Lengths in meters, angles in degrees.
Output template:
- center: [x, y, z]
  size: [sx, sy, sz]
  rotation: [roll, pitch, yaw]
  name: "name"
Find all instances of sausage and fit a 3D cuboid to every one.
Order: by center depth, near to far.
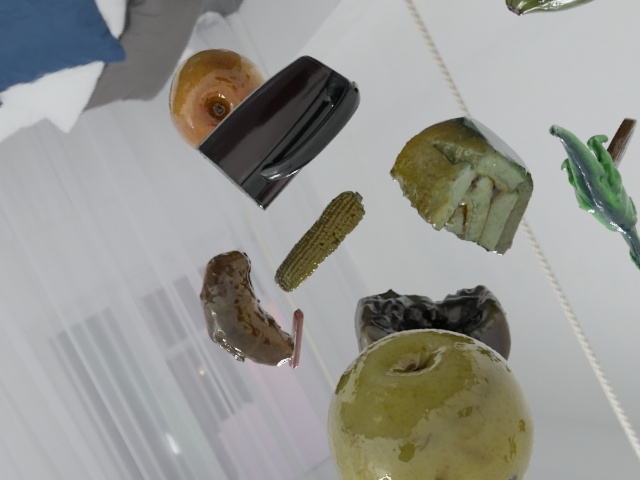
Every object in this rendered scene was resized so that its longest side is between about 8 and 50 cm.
- center: [-0.064, 0.262, 1.624]
  size: [0.029, 0.029, 0.223]
  rotation: [-28, 138, -38]
  name: "sausage"

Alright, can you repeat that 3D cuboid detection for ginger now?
- center: [-0.195, 0.182, 1.502]
  size: [0.173, 0.321, 0.165]
  rotation: [-27, -165, -2]
  name: "ginger"

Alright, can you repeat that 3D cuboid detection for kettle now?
- center: [-0.055, -0.172, 0.938]
  size: [0.232, 0.144, 0.202]
  rotation: [-49, -149, -2]
  name: "kettle"

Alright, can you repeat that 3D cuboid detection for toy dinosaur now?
- center: [0.678, -0.080, 1.491]
  size: [0.144, 0.374, 0.500]
  rotation: [-29, 164, 34]
  name: "toy dinosaur"

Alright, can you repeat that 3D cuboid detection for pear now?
- center: [0.180, 0.316, 1.033]
  size: [0.349, 0.348, 0.348]
  rotation: [-27, -178, 1]
  name: "pear"

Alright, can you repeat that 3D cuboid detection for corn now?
- center: [0.000, 0.000, 1.575]
  size: [0.319, 0.097, 0.097]
  rotation: [-49, -177, -4]
  name: "corn"

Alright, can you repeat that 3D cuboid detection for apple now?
- center: [-0.276, -0.376, 1.694]
  size: [0.299, 0.298, 0.275]
  rotation: [-27, -165, -1]
  name: "apple"

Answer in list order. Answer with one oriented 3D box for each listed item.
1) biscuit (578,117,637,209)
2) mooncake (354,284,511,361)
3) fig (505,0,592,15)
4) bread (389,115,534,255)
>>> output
- center: [0.818, -0.214, 1.743]
  size: [0.257, 0.049, 0.273]
  rotation: [-56, 156, -12]
  name: "biscuit"
- center: [0.294, 0.257, 1.699]
  size: [0.393, 0.394, 0.246]
  rotation: [-55, -176, 12]
  name: "mooncake"
- center: [0.402, -0.464, 1.009]
  size: [0.225, 0.203, 0.203]
  rotation: [-52, 170, 25]
  name: "fig"
- center: [0.410, -0.150, 1.611]
  size: [0.396, 0.239, 0.264]
  rotation: [20, 113, -36]
  name: "bread"
